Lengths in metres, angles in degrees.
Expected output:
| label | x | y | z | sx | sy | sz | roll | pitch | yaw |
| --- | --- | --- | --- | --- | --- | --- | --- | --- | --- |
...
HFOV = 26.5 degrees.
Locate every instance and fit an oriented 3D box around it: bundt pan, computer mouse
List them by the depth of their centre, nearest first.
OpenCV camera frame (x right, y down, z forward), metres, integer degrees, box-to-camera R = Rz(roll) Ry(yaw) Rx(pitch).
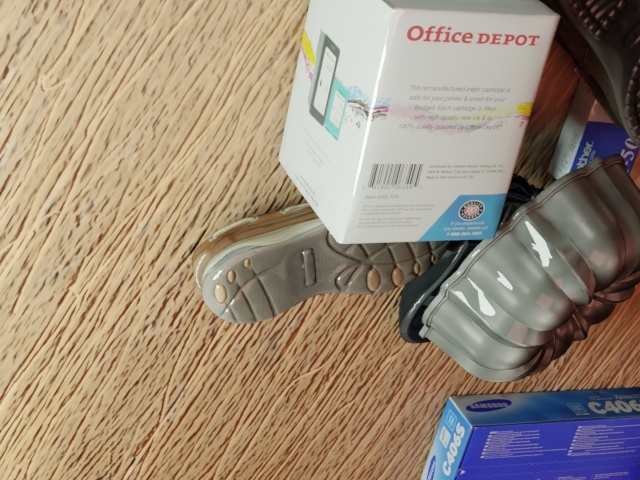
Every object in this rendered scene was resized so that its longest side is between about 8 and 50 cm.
| label | x | y | z | sx | sy | sz | roll | pitch | yaw |
| --- | --- | --- | --- | --- | --- | --- | --- | --- | --- |
| bundt pan | 0.285 | 0.052 | 1.649 | 0.331 | 0.124 | 0.331 | -36 | 160 | -15 |
| computer mouse | 0.201 | 0.021 | 1.743 | 0.184 | 0.060 | 0.262 | 11 | 118 | -47 |

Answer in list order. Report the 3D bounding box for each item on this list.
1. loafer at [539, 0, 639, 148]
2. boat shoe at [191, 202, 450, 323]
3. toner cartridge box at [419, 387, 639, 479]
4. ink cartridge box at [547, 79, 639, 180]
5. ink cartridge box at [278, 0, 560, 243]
| label | x | y | z | sx | sy | sz | roll | pitch | yaw |
| --- | --- | --- | --- | --- | --- | --- | --- | --- | --- |
| loafer | 0.339 | -0.241 | 1.550 | 0.134 | 0.130 | 0.366 | -42 | 135 | -1 |
| boat shoe | 0.000 | 0.000 | 1.590 | 0.324 | 0.116 | 0.123 | -11 | 118 | -23 |
| toner cartridge box | 0.326 | 0.303 | 1.969 | 0.348 | 0.075 | 0.165 | 1 | 119 | -27 |
| ink cartridge box | 0.366 | -0.165 | 1.700 | 0.097 | 0.046 | 0.207 | 1 | 120 | -25 |
| ink cartridge box | 0.098 | -0.162 | 1.475 | 0.198 | 0.197 | 0.270 | -1 | 122 | -25 |
